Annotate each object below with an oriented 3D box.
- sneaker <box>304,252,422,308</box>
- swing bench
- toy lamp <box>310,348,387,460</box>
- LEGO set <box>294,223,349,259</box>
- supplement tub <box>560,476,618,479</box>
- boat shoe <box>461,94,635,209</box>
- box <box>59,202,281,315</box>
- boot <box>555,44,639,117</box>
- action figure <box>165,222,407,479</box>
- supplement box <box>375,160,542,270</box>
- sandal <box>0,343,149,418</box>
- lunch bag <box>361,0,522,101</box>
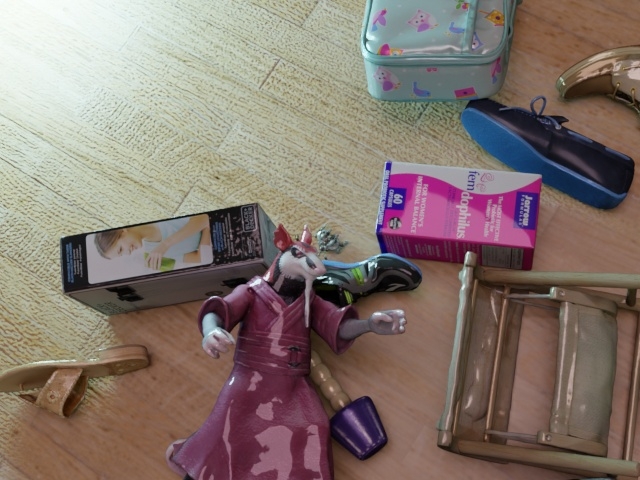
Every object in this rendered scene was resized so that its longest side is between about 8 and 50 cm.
[{"bbox_3d":[0.053,0.066,1.397,0.188,0.067,0.078,-5,43,14],"label":"sneaker"},{"bbox_3d":[0.297,0.169,1.282,0.254,0.165,0.253,6,75,18],"label":"swing bench"},{"bbox_3d":[-0.004,0.184,1.376,0.080,0.080,0.275,-36,67,-2],"label":"toy lamp"},{"bbox_3d":[-0.001,0.002,1.459,0.083,0.023,0.054,-19,70,4],"label":"LEGO set"},{"bbox_3d":[0.221,0.397,1.193,0.316,0.193,0.194,-8,71,16],"label":"supplement tub"},{"bbox_3d":[0.327,-0.138,1.415,0.258,0.109,0.089,32,73,2],"label":"boat shoe"},{"bbox_3d":[-0.207,0.032,1.414,0.289,0.169,0.087,-9,74,6],"label":"box"},{"bbox_3d":[0.461,-0.195,1.409,0.213,0.077,0.165,-13,73,3],"label":"boot"},{"bbox_3d":[-0.052,0.161,1.294,0.248,0.275,0.370,12,81,-14],"label":"action figure"},{"bbox_3d":[0.197,-0.034,1.388,0.220,0.114,0.111,6,73,10],"label":"supplement box"},{"bbox_3d":[-0.365,0.217,1.425,0.240,0.088,0.079,-14,65,1],"label":"sandal"},{"bbox_3d":[0.182,-0.331,1.448,0.224,0.108,0.279,1,53,15],"label":"lunch bag"}]
